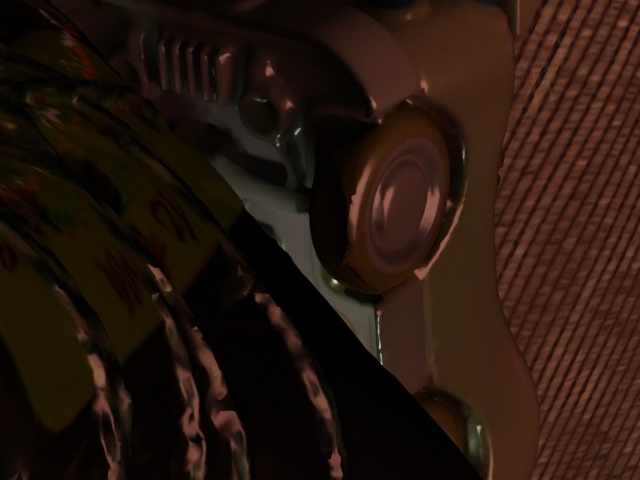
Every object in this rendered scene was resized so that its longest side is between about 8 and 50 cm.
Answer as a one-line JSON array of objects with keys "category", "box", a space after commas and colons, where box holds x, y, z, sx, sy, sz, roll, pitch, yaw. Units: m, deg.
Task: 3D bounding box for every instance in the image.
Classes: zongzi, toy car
[{"category": "zongzi", "box": [-0.089, 0.078, 0.691, 0.319, 0.362, 0.383, -45, -166, 38]}, {"category": "toy car", "box": [0.000, 0.000, 0.957, 0.226, 0.242, 0.336, -37, 132, -42]}]

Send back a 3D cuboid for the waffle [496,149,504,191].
[{"category": "waffle", "box": [0.034, -0.001, 1.164, 0.243, 0.059, 0.238, -22, 126, -44]}]
